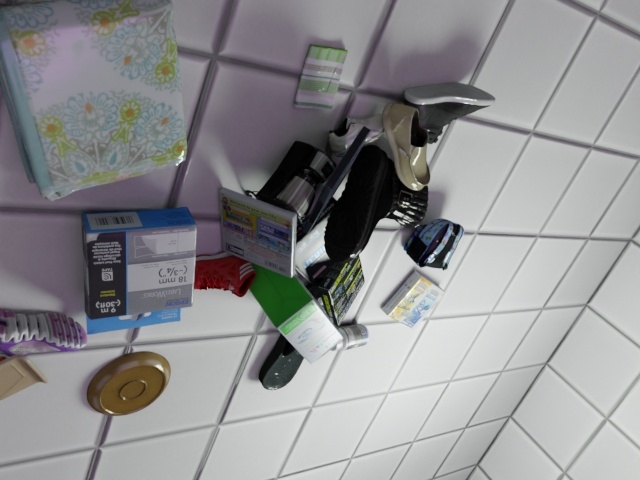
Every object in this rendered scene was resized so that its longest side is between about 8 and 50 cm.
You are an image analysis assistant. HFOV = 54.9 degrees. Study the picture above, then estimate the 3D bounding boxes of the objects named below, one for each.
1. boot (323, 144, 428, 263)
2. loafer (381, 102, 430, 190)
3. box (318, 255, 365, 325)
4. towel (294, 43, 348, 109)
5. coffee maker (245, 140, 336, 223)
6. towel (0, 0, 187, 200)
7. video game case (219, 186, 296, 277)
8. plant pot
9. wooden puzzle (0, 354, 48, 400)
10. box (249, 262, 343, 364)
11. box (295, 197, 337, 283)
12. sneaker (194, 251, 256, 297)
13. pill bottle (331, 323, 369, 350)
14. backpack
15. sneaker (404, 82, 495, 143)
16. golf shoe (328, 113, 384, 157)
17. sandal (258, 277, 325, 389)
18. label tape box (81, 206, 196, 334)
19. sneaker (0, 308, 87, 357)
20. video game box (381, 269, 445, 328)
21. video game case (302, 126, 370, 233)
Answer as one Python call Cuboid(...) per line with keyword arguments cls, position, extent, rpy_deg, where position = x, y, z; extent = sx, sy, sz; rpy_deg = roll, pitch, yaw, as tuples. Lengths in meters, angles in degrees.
Cuboid(cls="boot", position=(0.169, -0.070, 1.726), extent=(0.260, 0.131, 0.348), rpy_deg=(28, 84, -47))
Cuboid(cls="loafer", position=(0.243, -0.243, 1.628), extent=(0.102, 0.092, 0.269), rpy_deg=(-58, 134, -34))
Cuboid(cls="box", position=(0.068, 0.134, 1.882), extent=(0.191, 0.045, 0.184), rpy_deg=(-56, 146, -32))
Cuboid(cls="towel", position=(0.002, -0.386, 1.471), extent=(0.113, 0.023, 0.152), rpy_deg=(-5, 126, -36))
Cuboid(cls="coffee maker", position=(-0.073, -0.155, 1.528), extent=(0.178, 0.171, 0.120), rpy_deg=(-57, 167, -16))
Cuboid(cls="towel", position=(-0.428, -0.275, 1.186), extent=(0.320, 0.090, 0.375), rpy_deg=(-21, 134, -27))
Cuboid(cls="video game case", position=(-0.156, -0.018, 1.531), extent=(0.023, 0.212, 0.193), rpy_deg=(-48, 151, -44))
Cuboid(cls="plant pot", position=(-0.528, 0.410, 1.720), extent=(0.236, 0.032, 0.236), rpy_deg=(-20, 134, -23))
Cuboid(cls="wooden puzzle", position=(-0.774, 0.336, 1.416), extent=(0.238, 0.044, 0.221), rpy_deg=(-21, 159, -20))
Cuboid(cls="box", position=(-0.083, 0.170, 1.692), extent=(0.126, 0.262, 0.231), rpy_deg=(-38, 140, -4))
Cuboid(cls="box", position=(0.000, 0.000, 1.772), extent=(0.220, 0.051, 0.175), rpy_deg=(-43, 138, -1))
Cuboid(cls="sneaker", position=(-0.270, 0.099, 1.586), extent=(0.221, 0.128, 0.087), rpy_deg=(-23, 135, -21))
Cuboid(cls="pill bottle", position=(0.092, 0.333, 2.103), extent=(0.137, 0.078, 0.078), rpy_deg=(-7, 128, -33))
Cuboid(cls="backpack", position=(0.377, -0.002, 2.014), extent=(0.158, 0.117, 0.173), rpy_deg=(8, 119, -41))
Cuboid(cls="sneaker", position=(0.346, -0.350, 1.716), extent=(0.295, 0.105, 0.147), rpy_deg=(-9, 131, -25))
Cuboid(cls="golf shoe", position=(0.098, -0.290, 1.597), extent=(0.176, 0.069, 0.086), rpy_deg=(-35, 132, -11))
Cuboid(cls="sandal", position=(-0.051, 0.317, 1.956), extent=(0.167, 0.107, 0.446), rpy_deg=(4, 121, -40))
Cuboid(cls="label tape box", position=(-0.423, 0.097, 1.442), extent=(0.240, 0.106, 0.334), rpy_deg=(-6, 120, -26))
Cuboid(cls="sneaker", position=(-0.666, 0.228, 1.423), extent=(0.236, 0.095, 0.105), rpy_deg=(15, 120, -39))
Cuboid(cls="video game box", position=(0.339, 0.218, 2.225), extent=(0.187, 0.048, 0.205), rpy_deg=(-52, 138, 7))
Cuboid(cls="video game case", position=(0.035, -0.143, 1.536), extent=(0.196, 0.026, 0.274), rpy_deg=(-58, 179, -24))
